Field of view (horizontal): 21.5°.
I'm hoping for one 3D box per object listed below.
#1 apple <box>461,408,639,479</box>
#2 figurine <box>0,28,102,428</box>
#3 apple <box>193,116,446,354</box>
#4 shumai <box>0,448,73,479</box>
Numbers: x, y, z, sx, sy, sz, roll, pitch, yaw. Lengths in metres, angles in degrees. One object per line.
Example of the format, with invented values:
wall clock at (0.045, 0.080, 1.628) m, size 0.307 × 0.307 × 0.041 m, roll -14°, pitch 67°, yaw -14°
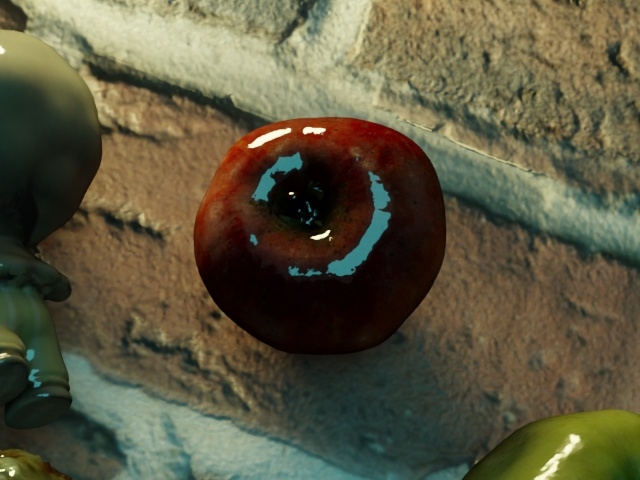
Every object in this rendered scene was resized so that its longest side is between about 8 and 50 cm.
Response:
apple at (0.240, 0.266, 1.439) m, size 0.279 × 0.279 × 0.279 m, roll 3°, pitch 72°, yaw -8°
figurine at (-0.292, -0.032, 1.452) m, size 0.248 × 0.203 × 0.380 m, roll 9°, pitch 60°, yaw -42°
apple at (-0.002, 0.000, 1.495) m, size 0.234 × 0.234 × 0.234 m, roll 3°, pitch 72°, yaw -8°
shumai at (-0.347, 0.243, 1.317) m, size 0.395 × 0.395 × 0.348 m, roll -29°, pitch 56°, yaw -17°
